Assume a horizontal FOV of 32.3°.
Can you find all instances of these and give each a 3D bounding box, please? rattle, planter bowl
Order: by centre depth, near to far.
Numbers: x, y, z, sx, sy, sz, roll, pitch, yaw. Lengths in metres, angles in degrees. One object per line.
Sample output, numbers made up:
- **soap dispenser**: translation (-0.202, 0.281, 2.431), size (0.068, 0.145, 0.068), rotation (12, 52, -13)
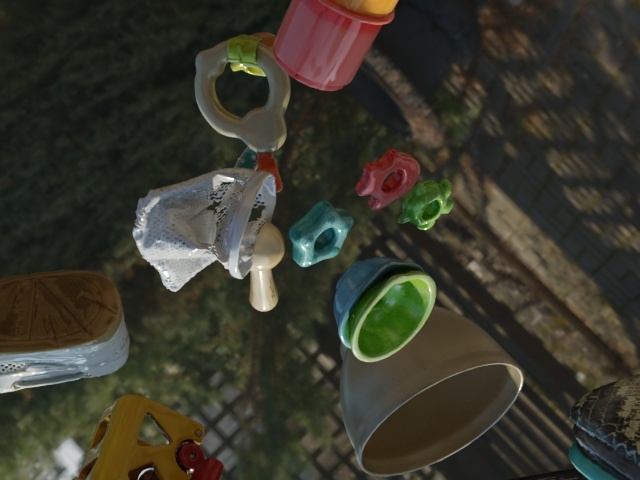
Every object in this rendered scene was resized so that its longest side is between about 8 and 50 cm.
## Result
- **planter bowl**: translation (0.083, 0.118, 0.981), size (0.109, 0.162, 0.162), rotation (60, 179, 33)
- **rattle**: translation (-0.083, -0.166, 1.441), size (0.143, 0.130, 0.200), rotation (-108, -5, -82)

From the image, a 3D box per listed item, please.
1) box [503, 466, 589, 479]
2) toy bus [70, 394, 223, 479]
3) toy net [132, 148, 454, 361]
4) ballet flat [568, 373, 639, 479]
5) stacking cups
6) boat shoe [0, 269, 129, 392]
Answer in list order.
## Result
- **box**: translation (0.242, 0.390, 1.212), size (0.295, 0.293, 0.073), rotation (-19, 124, 32)
- **toy bus**: translation (-0.186, 0.244, 1.016), size (0.104, 0.191, 0.202), rotation (30, -178, -18)
- **toy net**: translation (0.000, 0.000, 0.617), size (0.232, 0.122, 0.045), rotation (16, -157, -52)
- **ballet flat**: translation (0.312, 0.156, 0.690), size (0.483, 0.182, 0.164), rotation (41, 177, -41)
- **stacking cups**: translation (0.051, -0.240, 0.708), size (0.096, 0.316, 0.096), rotation (22, -149, -14)
- **boat shoe**: translation (-0.288, 0.086, 0.870), size (0.096, 0.277, 0.098), rotation (85, -173, -51)
